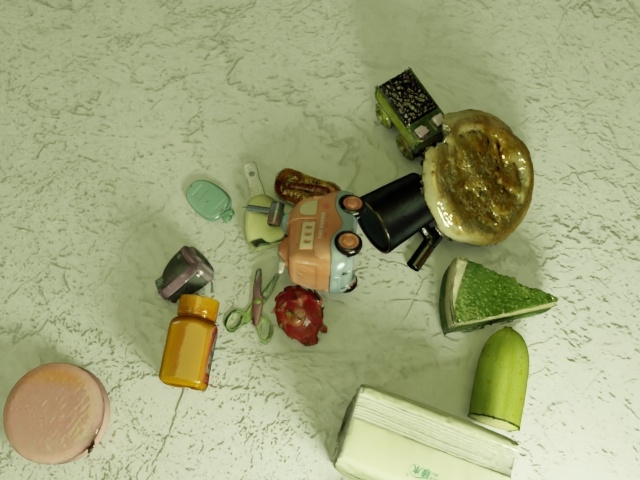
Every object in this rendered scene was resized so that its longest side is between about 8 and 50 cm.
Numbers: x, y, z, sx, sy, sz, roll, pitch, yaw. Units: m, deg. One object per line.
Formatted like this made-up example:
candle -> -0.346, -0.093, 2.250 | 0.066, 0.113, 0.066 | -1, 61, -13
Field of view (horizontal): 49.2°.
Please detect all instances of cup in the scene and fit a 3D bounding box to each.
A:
cup -> 0.215, -0.050, 1.871 | 0.177, 0.239, 0.166 | -31, 35, -16

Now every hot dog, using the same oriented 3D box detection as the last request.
hot dog -> -0.036, -0.132, 1.911 | 0.191, 0.059, 0.108 | 19, 69, 6

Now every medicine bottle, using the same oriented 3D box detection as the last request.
medicine bottle -> -0.319, 0.253, 1.737 | 0.112, 0.149, 0.222 | 9, 73, 0

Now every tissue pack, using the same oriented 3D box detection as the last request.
tissue pack -> 0.225, 0.494, 1.611 | 0.380, 0.297, 0.207 | 19, 72, 6

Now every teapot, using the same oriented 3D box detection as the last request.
teapot -> -0.351, 0.101, 1.796 | 0.146, 0.116, 0.148 | -41, 37, 0

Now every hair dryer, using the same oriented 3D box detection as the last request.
hair dryer -> -0.155, -0.076, 1.849 | 0.114, 0.037, 0.063 | 10, 75, 12

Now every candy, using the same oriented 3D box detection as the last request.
candy -> -0.636, 0.426, 1.705 | 0.255, 0.094, 0.255 | 0, 73, -1

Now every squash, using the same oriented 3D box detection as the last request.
squash -> 0.456, 0.338, 1.748 | 0.132, 0.132, 0.247 | 16, 73, 3

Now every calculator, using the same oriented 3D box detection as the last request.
calculator -> -0.300, -0.106, 1.912 | 0.153, 0.021, 0.095 | 38, 76, 12

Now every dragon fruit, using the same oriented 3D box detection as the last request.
dragon fruit -> -0.050, 0.191, 1.776 | 0.136, 0.133, 0.166 | -21, 86, 1

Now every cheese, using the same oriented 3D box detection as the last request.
cheese -> -0.161, -0.097, 1.898 | 0.127, 0.054, 0.252 | -14, 74, -5

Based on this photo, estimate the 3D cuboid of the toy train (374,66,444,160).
toy train -> 0.249, -0.342, 1.918 | 0.134, 0.177, 0.261 | -31, 76, -10

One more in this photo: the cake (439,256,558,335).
cake -> 0.445, 0.125, 1.797 | 0.283, 0.158, 0.172 | -10, 73, -6

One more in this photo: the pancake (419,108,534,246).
pancake -> 0.410, -0.164, 1.833 | 0.382, 0.071, 0.382 | 2, 86, -31

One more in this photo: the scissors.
scissors -> -0.166, 0.166, 1.836 | 0.133, 0.020, 0.187 | 16, 75, 8

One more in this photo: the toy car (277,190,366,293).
toy car -> 0.000, 0.000, 1.783 | 0.212, 0.180, 0.271 | 6, 51, 2
